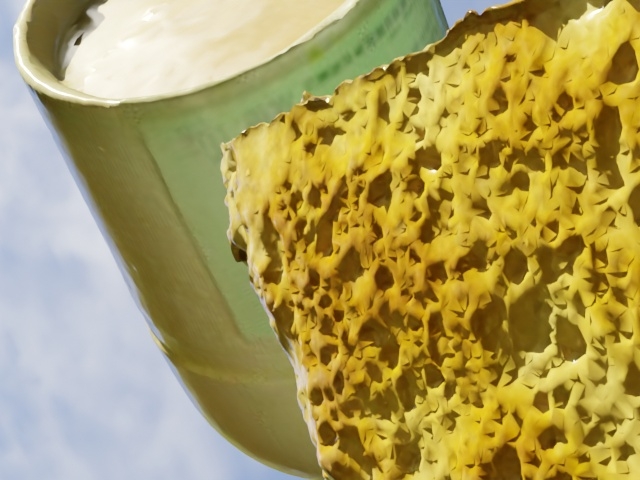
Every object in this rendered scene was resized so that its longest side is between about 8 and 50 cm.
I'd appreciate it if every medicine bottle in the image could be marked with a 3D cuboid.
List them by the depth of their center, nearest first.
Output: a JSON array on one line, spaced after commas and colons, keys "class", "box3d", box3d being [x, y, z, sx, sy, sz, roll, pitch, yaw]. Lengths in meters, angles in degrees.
[{"class": "medicine bottle", "box3d": [0.000, 0.000, 1.182, 0.235, 0.236, 0.406, 6, -44, 33]}]

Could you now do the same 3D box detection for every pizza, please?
[{"class": "pizza", "box3d": [0.101, 0.012, 0.476, 0.288, 0.075, 0.280, -49, -123, 40]}]

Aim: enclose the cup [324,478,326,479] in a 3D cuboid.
[{"class": "cup", "box3d": [0.159, 0.046, 0.887, 0.163, 0.347, 0.347, 27, -60, 21]}]
